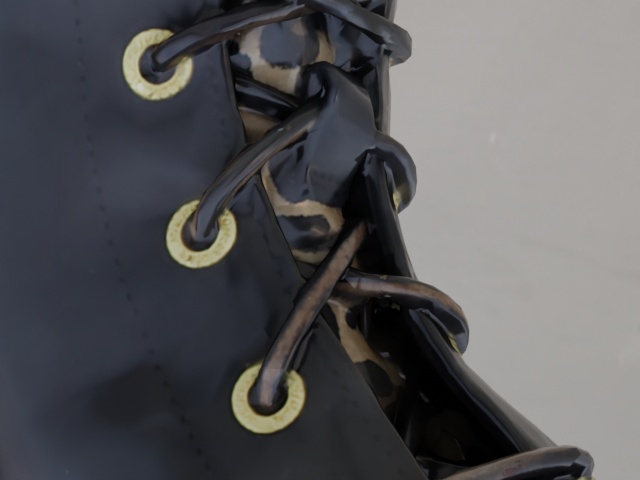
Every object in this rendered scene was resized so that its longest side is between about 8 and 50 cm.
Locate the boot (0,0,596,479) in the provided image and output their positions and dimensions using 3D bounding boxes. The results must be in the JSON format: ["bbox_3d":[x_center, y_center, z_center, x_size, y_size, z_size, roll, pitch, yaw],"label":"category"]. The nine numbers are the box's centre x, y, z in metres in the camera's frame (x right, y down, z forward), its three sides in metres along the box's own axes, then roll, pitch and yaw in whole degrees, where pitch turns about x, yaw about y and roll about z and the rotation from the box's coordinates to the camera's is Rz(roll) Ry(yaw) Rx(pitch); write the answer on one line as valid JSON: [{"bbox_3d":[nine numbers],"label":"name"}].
[{"bbox_3d":[0.000,0.000,0.358,0.138,0.284,0.377,-3,-175,-37],"label":"boot"}]
